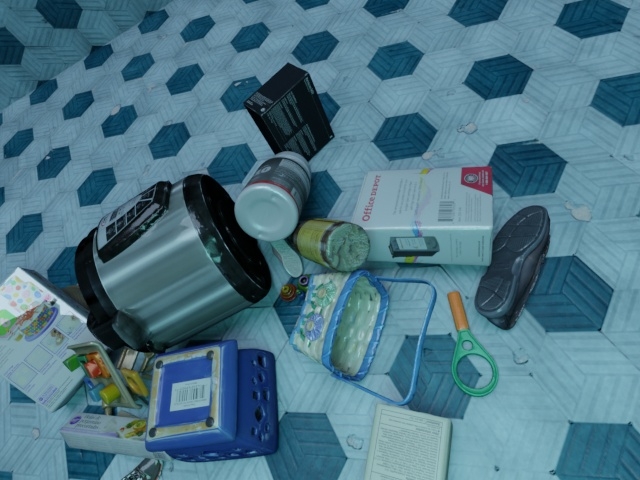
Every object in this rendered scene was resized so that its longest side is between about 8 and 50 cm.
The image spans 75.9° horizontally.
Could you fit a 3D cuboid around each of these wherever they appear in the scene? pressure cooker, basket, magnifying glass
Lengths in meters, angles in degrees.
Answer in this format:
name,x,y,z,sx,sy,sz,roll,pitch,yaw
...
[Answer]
name,x,y,z,sx,sy,sz,roll,pitch,yaw
pressure cooker,-0.381,0.077,1.033,0.421,0.370,0.375,-28,76,4
basket,0.089,0.193,0.890,0.289,0.201,0.254,6,68,32
magnifying glass,0.320,0.222,0.901,0.092,0.026,0.230,-14,60,13

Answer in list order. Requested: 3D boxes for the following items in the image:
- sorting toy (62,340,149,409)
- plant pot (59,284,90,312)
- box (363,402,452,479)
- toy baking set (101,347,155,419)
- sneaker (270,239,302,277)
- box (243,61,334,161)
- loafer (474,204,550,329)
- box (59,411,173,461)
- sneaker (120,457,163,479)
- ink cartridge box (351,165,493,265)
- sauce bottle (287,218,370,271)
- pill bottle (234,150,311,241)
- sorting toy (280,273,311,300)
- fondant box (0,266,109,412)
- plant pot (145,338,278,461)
name,x,y,z,sx,sy,sz,roll,pitch,yaw
sorting toy,-0.520,0.327,0.964,0.348,0.195,0.047,-18,15,42
plant pot,-0.812,0.235,1.254,0.238,0.109,0.237,-10,59,16
box,0.153,0.480,0.754,0.148,0.121,0.310,6,64,23
toy baking set,-0.498,0.395,1.095,0.197,0.030,0.256,-21,57,8
sneaker,-0.095,0.044,1.142,0.051,0.070,0.134,-33,85,-10
box,-0.084,-0.358,1.231,0.184,0.261,0.103,-43,57,-7
loafer,0.440,0.059,0.923,0.109,0.095,0.302,2,53,55
box,-0.487,0.478,1.008,0.325,0.067,0.063,-5,24,20
sneaker,-0.435,0.566,0.954,0.061,0.065,0.157,28,75,31
ink cartridge box,0.251,-0.063,0.993,0.307,0.131,0.226,1,46,23
sauce bottle,0.000,0.000,0.996,0.111,0.111,0.344,-47,18,-9
pill bottle,-0.115,-0.132,1.116,0.162,0.161,0.283,-10,29,15
sorting toy,-0.062,0.123,1.082,0.102,0.042,0.061,-34,56,-1
fondant box,-0.766,0.267,1.129,0.330,0.096,0.238,39,78,-4
plant pot,-0.243,0.355,0.916,0.236,0.212,0.235,-14,57,13
